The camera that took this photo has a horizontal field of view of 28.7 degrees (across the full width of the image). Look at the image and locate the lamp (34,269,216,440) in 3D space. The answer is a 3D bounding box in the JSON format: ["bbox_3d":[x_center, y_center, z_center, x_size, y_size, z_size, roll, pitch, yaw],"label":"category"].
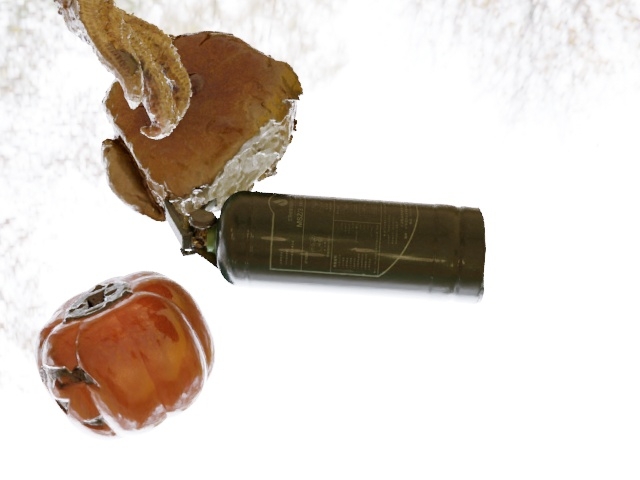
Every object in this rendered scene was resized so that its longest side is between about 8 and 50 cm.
[{"bbox_3d":[-0.201,0.127,1.319,0.188,0.163,0.187,-18,-159,7],"label":"lamp"}]

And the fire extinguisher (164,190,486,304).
[{"bbox_3d":[0.000,0.000,1.200,0.311,0.095,0.114,3,-140,-1],"label":"fire extinguisher"}]

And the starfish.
[{"bbox_3d":[-0.188,-0.186,1.006,0.071,0.216,0.238,-43,-128,3],"label":"starfish"}]

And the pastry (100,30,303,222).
[{"bbox_3d":[-0.126,-0.124,1.307,0.229,0.100,0.218,-15,-123,4],"label":"pastry"}]
